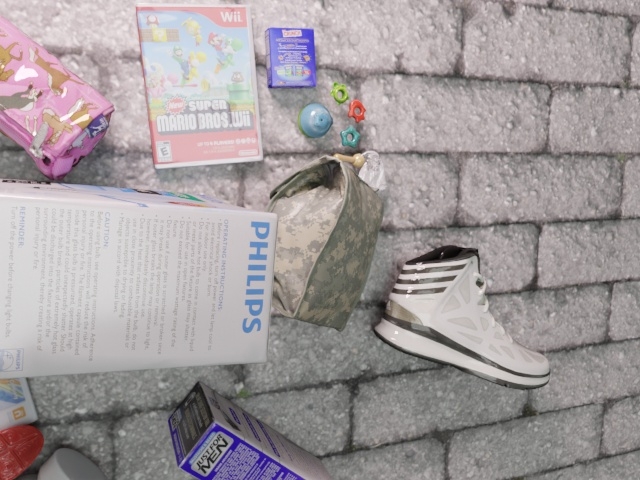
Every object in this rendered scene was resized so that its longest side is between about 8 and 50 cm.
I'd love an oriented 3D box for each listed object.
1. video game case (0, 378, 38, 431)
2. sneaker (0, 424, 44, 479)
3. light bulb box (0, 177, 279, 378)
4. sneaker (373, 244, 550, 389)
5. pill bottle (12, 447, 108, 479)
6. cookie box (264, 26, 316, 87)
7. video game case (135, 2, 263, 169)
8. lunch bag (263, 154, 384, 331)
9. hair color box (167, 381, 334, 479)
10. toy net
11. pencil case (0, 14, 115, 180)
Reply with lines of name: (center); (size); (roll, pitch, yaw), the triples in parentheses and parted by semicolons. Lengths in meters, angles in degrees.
video game case: (-0.645, 0.198, 0.905); (0.300, 0.036, 0.329); (-19, 105, -36)
sneaker: (-0.576, 0.397, 0.977); (0.221, 0.128, 0.087); (-32, 84, -29)
light bulb box: (-0.300, 0.038, 0.876); (0.361, 0.358, 0.225); (2, 97, -28)
sneaker: (0.357, 0.159, 1.264); (0.447, 0.169, 0.258); (20, 92, -20)
pill bottle: (-0.508, 0.511, 0.979); (0.169, 0.169, 0.301); (45, 80, -21)
cookie box: (-0.056, -0.346, 1.099); (0.091, 0.040, 0.107); (-5, 100, -20)
video game case: (-0.216, -0.280, 1.055); (0.204, 0.025, 0.285); (-8, 100, -20)
lunch bag: (0.000, 0.000, 1.061); (0.287, 0.169, 0.235); (-64, 153, -2)
hair color box: (-0.120, 0.427, 1.108); (0.339, 0.185, 0.110); (42, 83, -21)
toy net: (0.063, -0.198, 1.168); (0.122, 0.045, 0.232); (-47, 112, -11)
pencil case: (-0.505, -0.266, 0.866); (0.386, 0.167, 0.160); (41, 80, -19)
